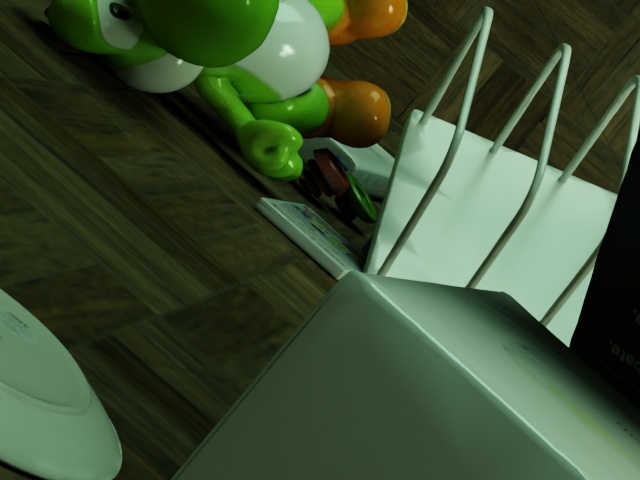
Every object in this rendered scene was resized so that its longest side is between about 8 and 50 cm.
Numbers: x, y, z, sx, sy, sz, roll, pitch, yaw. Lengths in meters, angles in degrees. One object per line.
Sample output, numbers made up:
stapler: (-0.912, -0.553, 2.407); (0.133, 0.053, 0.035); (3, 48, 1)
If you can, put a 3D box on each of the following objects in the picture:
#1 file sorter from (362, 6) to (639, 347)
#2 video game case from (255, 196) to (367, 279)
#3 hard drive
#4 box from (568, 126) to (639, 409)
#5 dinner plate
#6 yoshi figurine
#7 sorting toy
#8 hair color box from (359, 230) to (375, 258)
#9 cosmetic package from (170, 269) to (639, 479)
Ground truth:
file sorter: (0.204, -0.025, 1.291); (0.277, 0.173, 0.193); (23, 50, -6)
video game case: (0.000, 0.000, 1.312); (0.087, 0.011, 0.122); (41, 9, 13)
hard drive: (-0.009, -0.122, 1.788); (0.203, 0.040, 0.307); (41, 9, 12)
box: (0.377, -0.017, 0.777); (0.297, 0.472, 0.480); (34, 39, 31)
dinner plate: (-0.125, 0.036, 0.606); (0.141, 0.017, 0.141); (40, 7, -6)
yoshi figurine: (-0.049, -0.170, 1.351); (0.362, 0.203, 0.203); (6, 44, -52)
sorting toy: (0.010, -0.046, 1.520); (0.102, 0.042, 0.061); (47, 16, -45)
hair color box: (0.161, 0.025, 1.546); (0.174, 0.105, 0.347); (40, 9, 9)
cosmetic package: (0.081, 0.133, 0.582); (0.224, 0.138, 0.224); (42, 10, 15)
